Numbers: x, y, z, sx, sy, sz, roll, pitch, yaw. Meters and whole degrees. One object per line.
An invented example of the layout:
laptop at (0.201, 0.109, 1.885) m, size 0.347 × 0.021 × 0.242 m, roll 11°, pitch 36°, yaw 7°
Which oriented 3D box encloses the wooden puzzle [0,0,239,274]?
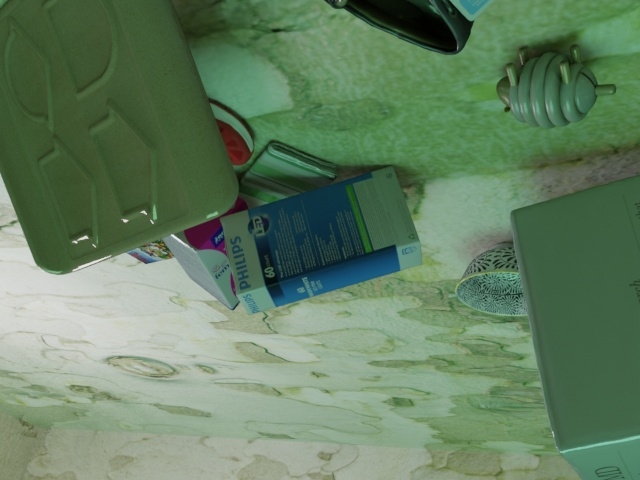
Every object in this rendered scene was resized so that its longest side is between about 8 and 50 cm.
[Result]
wooden puzzle at (-0.256, -0.146, 0.887) m, size 0.348 × 0.321 × 0.081 m, roll -17°, pitch -175°, yaw 38°

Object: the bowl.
bowl at (0.307, 0.054, 1.255) m, size 0.170 × 0.080 × 0.170 m, roll 7°, pitch 153°, yaw 4°

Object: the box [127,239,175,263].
box at (-0.327, -0.038, 1.321) m, size 0.159 × 0.044 × 0.233 m, roll -11°, pitch 147°, yaw 36°

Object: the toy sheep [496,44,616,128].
toy sheep at (0.254, -0.165, 0.841) m, size 0.132 × 0.091 × 0.091 m, roll 11°, pitch 160°, yaw 41°

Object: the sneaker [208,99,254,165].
sneaker at (-0.183, -0.128, 1.004) m, size 0.087 × 0.128 × 0.221 m, roll -15°, pitch 143°, yaw 41°

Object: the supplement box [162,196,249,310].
supplement box at (-0.169, 0.003, 1.236) m, size 0.114 × 0.111 × 0.220 m, roll 34°, pitch 163°, yaw 25°

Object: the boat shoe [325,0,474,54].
boat shoe at (0.030, -0.261, 0.714) m, size 0.285 × 0.092 × 0.103 m, roll 21°, pitch 149°, yaw -24°

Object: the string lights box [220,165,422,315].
string lights box at (0.000, 0.000, 1.095) m, size 0.260 × 0.133 × 0.076 m, roll -16°, pitch 150°, yaw 2°

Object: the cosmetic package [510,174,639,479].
cosmetic package at (0.490, 0.116, 0.967) m, size 0.394 × 0.327 × 0.329 m, roll -17°, pitch 145°, yaw 20°

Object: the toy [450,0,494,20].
toy at (0.112, -0.288, 0.624) m, size 0.137 × 0.056 × 0.237 m, roll -40°, pitch 125°, yaw 23°

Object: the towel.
towel at (-0.053, -0.093, 1.156) m, size 0.113 × 0.023 × 0.152 m, roll 22°, pitch 153°, yaw -18°
